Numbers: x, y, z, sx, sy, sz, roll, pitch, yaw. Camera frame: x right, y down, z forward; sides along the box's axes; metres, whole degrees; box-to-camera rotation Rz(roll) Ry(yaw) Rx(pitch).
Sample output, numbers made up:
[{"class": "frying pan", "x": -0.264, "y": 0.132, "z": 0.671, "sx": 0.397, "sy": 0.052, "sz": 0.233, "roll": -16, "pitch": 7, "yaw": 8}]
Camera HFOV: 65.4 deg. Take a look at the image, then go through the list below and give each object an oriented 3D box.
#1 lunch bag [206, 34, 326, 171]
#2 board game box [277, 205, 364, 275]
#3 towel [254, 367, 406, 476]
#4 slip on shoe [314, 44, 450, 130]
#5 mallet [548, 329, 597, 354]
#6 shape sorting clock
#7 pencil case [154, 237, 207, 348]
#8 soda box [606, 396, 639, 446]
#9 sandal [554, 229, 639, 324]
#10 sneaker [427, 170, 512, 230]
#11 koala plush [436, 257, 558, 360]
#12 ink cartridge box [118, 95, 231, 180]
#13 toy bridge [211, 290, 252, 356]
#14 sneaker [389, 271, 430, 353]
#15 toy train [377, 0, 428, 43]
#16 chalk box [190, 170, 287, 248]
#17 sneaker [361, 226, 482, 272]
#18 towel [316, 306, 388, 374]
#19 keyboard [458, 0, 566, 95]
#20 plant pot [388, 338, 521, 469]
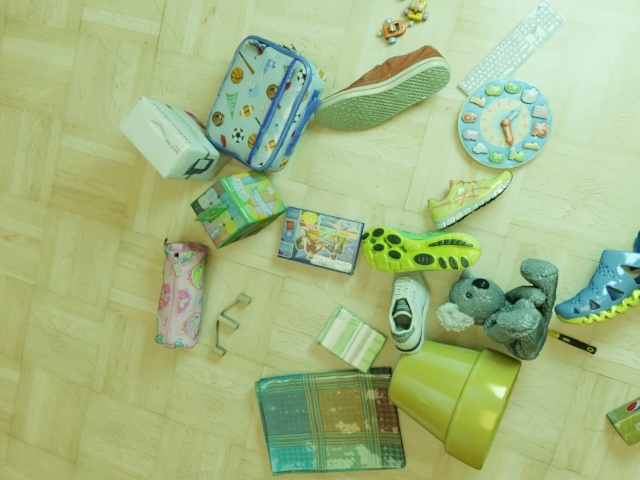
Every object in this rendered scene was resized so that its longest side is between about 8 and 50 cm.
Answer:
[{"class": "lunch bag", "x": -0.129, "y": -0.329, "z": 1.203, "sx": 0.243, "sy": 0.115, "sz": 0.303, "roll": 35, "pitch": 109, "yaw": 23}, {"class": "board game box", "x": 0.000, "y": 0.000, "z": 1.267, "sx": 0.201, "sy": 0.035, "sz": 0.136, "roll": 14, "pitch": 98, "yaw": 12}, {"class": "towel", "x": 0.020, "y": 0.477, "z": 1.303, "sx": 0.370, "sy": 0.040, "sz": 0.271, "roll": -9, "pitch": 94, "yaw": 14}, {"class": "slip on shoe", "x": 0.138, "y": -0.356, "z": 1.176, "sx": 0.331, "sy": 0.123, "sz": 0.101, "roll": -21, "pitch": 54, "yaw": 21}, {"class": "mallet", "x": 0.549, "y": 0.211, "z": 1.159, "sx": 0.190, "sy": 0.039, "sz": 0.062, "roll": 15, "pitch": 95, "yaw": 7}, {"class": "shape sorting clock", "x": 0.420, "y": -0.268, "z": 1.136, "sx": 0.206, "sy": 0.040, "sz": 0.206, "roll": 1, "pitch": 96, "yaw": 9}, {"class": "pencil case", "x": -0.371, "y": 0.141, "z": 1.325, "sx": 0.124, "sy": 0.124, "sz": 0.284, "roll": 10, "pitch": 98, "yaw": 12}, {"class": "soda box", "x": 0.745, "y": 0.382, "z": 1.111, "sx": 0.181, "sy": 0.058, "sz": 0.061, "roll": -35, "pitch": 87, "yaw": 14}, {"class": "sandal", "x": 0.651, "y": 0.076, "z": 1.083, "sx": 0.317, "sy": 0.126, "sz": 0.138, "roll": -30, "pitch": 84, "yaw": 6}, {"class": "sneaker", "x": 0.341, "y": -0.111, "z": 1.155, "sx": 0.208, "sy": 0.081, "sz": 0.094, "roll": -32, "pitch": 80, "yaw": 12}, {"class": "koala plush", "x": 0.382, "y": 0.148, "z": 1.099, "sx": 0.221, "sy": 0.203, "sz": 0.196, "roll": 15, "pitch": 54, "yaw": 33}, {"class": "ink cartridge box", "x": -0.348, "y": -0.241, "z": 1.224, "sx": 0.100, "sy": 0.237, "sz": 0.172, "roll": -45, "pitch": 84, "yaw": 13}, {"class": "toy bridge", "x": -0.251, "y": 0.219, "z": 1.350, "sx": 0.063, "sy": 0.026, "sz": 0.188, "roll": 29, "pitch": 100, "yaw": 11}, {"class": "sneaker", "x": 0.199, "y": 0.138, "z": 1.151, "sx": 0.090, "sy": 0.095, "sz": 0.235, "roll": -13, "pitch": 49, "yaw": 22}, {"class": "toy train", "x": 0.186, "y": -0.557, "z": 1.168, "sx": 0.125, "sy": 0.046, "sz": 0.166, "roll": -7, "pitch": 94, "yaw": 14}, {"class": "chalk box", "x": -0.208, "y": -0.075, "z": 1.205, "sx": 0.132, "sy": 0.213, "sz": 0.132, "roll": -33, "pitch": 88, "yaw": 32}, {"class": "sneaker", "x": 0.233, "y": 0.028, "z": 1.177, "sx": 0.295, "sy": 0.123, "sz": 0.109, "roll": 6, "pitch": 89, "yaw": 31}, {"class": "towel", "x": 0.080, "y": 0.254, "z": 1.270, "sx": 0.152, "sy": 0.023, "sz": 0.113, "roll": 32, "pitch": 90, "yaw": 6}, {"class": "keyboard", "x": 0.434, "y": -0.427, "z": 1.137, "sx": 0.256, "sy": 0.014, "sz": 0.072, "roll": -44, "pitch": 84, "yaw": 13}, {"class": "plant pot", "x": 0.296, "y": 0.341, "z": 1.132, "sx": 0.239, "sy": 0.254, "sz": 0.254, "roll": 22, "pitch": 100, "yaw": 27}]
